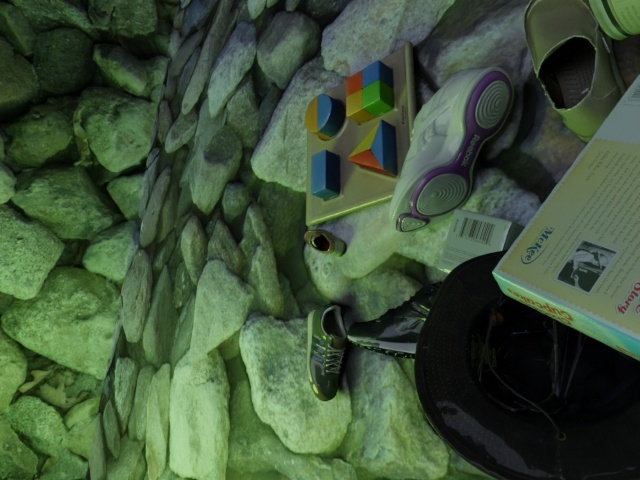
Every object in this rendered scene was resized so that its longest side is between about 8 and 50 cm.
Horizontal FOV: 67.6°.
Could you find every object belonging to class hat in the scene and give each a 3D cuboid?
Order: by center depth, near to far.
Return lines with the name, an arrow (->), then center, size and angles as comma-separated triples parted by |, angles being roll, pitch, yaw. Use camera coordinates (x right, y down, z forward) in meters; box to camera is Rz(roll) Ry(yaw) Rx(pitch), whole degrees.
hat -> 0.289, 0.150, 0.574 | 0.330, 0.134, 0.332 | -20, 47, 23

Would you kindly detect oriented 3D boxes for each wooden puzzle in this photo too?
wooden puzzle -> 0.061, -0.222, 1.033 | 0.347, 0.080, 0.323 | -19, 66, 47

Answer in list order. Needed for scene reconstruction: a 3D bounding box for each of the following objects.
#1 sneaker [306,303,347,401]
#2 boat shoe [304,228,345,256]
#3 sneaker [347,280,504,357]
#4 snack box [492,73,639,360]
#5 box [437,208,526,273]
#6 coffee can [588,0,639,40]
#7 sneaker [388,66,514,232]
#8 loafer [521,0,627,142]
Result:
sneaker -> 0.018, 0.219, 0.968 | 0.086, 0.064, 0.192 | -36, 50, 46
boat shoe -> 0.000, 0.000, 1.071 | 0.135, 0.045, 0.050 | 18, 94, 52
sneaker -> 0.173, 0.133, 0.790 | 0.283, 0.107, 0.124 | -5, 68, 42
snack box -> 0.363, -0.040, 0.521 | 0.322, 0.060, 0.187 | -51, 40, -7
box -> 0.252, 0.016, 0.720 | 0.101, 0.087, 0.102 | 22, 98, 51
coffee can -> 0.449, -0.349, 0.489 | 0.275, 0.201, 0.202 | 2, 81, 51
sneaker -> 0.208, -0.153, 0.830 | 0.305, 0.114, 0.152 | -60, 28, 13
loafer -> 0.352, -0.266, 0.673 | 0.101, 0.091, 0.269 | -34, 55, 41
